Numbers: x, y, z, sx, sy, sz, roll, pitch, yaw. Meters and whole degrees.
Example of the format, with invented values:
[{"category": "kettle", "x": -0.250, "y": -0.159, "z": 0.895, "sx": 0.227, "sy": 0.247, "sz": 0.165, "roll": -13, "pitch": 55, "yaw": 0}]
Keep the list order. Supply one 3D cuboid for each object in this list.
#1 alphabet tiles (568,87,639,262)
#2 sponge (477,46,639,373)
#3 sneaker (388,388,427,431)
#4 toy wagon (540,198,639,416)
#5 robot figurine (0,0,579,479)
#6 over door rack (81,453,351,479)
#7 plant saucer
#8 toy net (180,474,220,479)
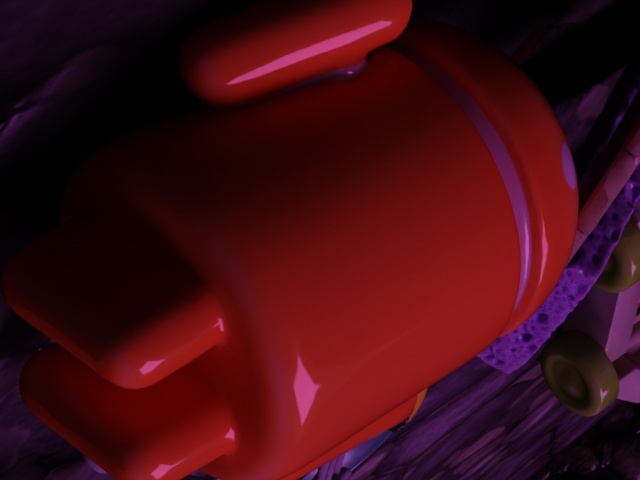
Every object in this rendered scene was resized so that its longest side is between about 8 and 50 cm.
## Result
[{"category": "alphabet tiles", "x": 0.172, "y": -0.132, "z": 0.653, "sx": 0.285, "sy": 0.011, "sz": 0.342, "roll": -56, "pitch": 174, "yaw": -27}, {"category": "sponge", "x": 0.145, "y": -0.040, "z": 0.875, "sx": 0.210, "sy": 0.031, "sz": 0.117, "roll": -58, "pitch": 177, "yaw": -29}, {"category": "sneaker", "x": 0.047, "y": 0.004, "z": 0.857, "sx": 0.092, "sy": 0.088, "sz": 0.225, "roll": -54, "pitch": 175, "yaw": -32}, {"category": "toy wagon", "x": 0.259, "y": -0.041, "z": 1.134, "sx": 0.267, "sy": 0.068, "sz": 0.344, "roll": -31, "pitch": 144, "yaw": -29}, {"category": "robot figurine", "x": 0.000, "y": -0.001, "z": 0.604, "sx": 0.219, "sy": 0.158, "sz": 0.128, "roll": -29, "pitch": -176, "yaw": -33}, {"category": "over door rack", "x": -0.073, "y": 0.142, "z": 0.743, "sx": 0.239, "sy": 0.108, "sz": 0.324, "roll": 102, "pitch": 15, "yaw": -59}, {"category": "plant saucer", "x": 0.005, "y": 0.161, "z": 1.297, "sx": 0.119, "sy": 0.021, "sz": 0.119, "roll": -35, "pitch": 165, "yaw": -11}, {"category": "toy net", "x": -0.017, "y": 0.095, "z": 1.018, "sx": 0.232, "sy": 0.045, "sz": 0.122, "roll": -38, "pitch": 167, "yaw": 3}]
